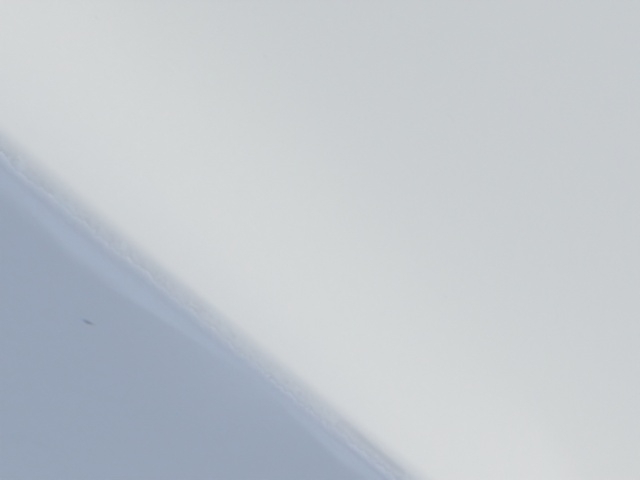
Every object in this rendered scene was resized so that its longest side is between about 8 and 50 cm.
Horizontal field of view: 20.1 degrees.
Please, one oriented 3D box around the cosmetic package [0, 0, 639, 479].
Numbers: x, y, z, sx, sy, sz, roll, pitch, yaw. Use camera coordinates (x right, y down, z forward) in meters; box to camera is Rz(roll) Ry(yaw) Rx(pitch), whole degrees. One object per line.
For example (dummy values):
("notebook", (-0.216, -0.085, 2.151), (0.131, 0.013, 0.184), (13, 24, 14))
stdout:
("cosmetic package", (0.000, 0.000, 0.456), (0.385, 0.156, 0.217), (41, 46, -27))
